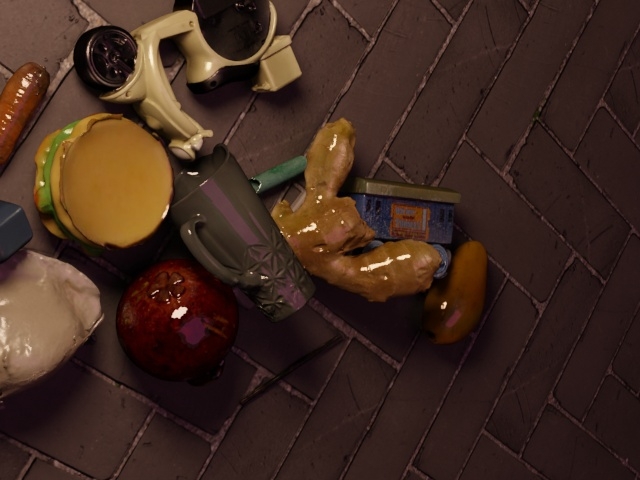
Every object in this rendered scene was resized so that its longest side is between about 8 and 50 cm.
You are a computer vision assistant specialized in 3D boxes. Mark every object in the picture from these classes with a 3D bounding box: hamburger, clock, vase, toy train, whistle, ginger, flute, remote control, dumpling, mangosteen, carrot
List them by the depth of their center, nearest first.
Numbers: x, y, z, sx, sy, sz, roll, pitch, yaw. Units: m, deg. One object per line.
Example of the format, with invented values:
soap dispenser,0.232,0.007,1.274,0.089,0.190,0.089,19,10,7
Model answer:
carrot,-0.487,-0.196,1.699,0.060,0.060,0.186,32,84,-38
dumpling,-0.492,0.141,1.720,0.293,0.163,0.204,-38,86,-25
hamburger,-0.366,-0.090,1.757,0.237,0.149,0.237,-1,92,-42
vase,-0.138,0.004,1.848,0.301,0.156,0.251,52,27,-13
clock,-0.218,-0.301,1.855,0.379,0.120,0.276,-38,115,-27
mangosteen,-0.239,0.157,1.881,0.215,0.215,0.257,-44,145,-23
ginger,0.005,0.009,2.020,0.348,0.122,0.363,-35,105,-4
whistle,-0.101,-0.111,2.031,0.186,0.039,0.039,-28,115,-31
remote control,-0.086,0.018,2.078,0.067,0.029,0.261,49,67,-30
flute,-0.056,0.255,2.156,0.269,0.014,0.014,-31,117,-30
toy train,0.147,-0.023,2.196,0.300,0.131,0.201,4,89,-39

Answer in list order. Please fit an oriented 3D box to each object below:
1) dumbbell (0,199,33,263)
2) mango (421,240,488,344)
dumbbell,-0.551,-0.112,1.598,0.156,0.143,0.316,-18,113,-5
mango,0.301,0.116,2.350,0.138,0.113,0.253,37,69,-33
